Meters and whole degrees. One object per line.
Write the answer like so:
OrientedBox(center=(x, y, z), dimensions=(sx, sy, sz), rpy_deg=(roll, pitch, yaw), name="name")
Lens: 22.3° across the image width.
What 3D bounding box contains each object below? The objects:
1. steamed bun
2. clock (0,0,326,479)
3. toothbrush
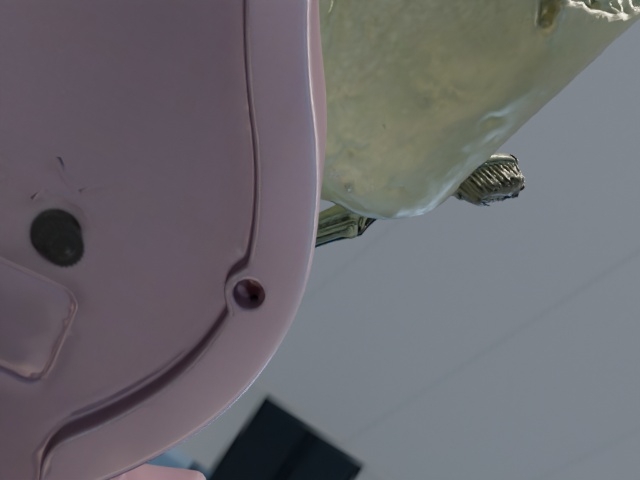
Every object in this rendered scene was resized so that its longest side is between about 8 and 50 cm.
OrientedBox(center=(-0.003, -0.184, 0.830), dimensions=(0.290, 0.273, 0.272), rpy_deg=(23, -20, 50), name="steamed bun")
OrientedBox(center=(-0.128, -0.066, 0.435), dimensions=(0.290, 0.080, 0.275), rpy_deg=(21, -73, -3), name="clock")
OrientedBox(center=(-0.004, -0.003, 0.888), dimensions=(0.028, 0.294, 0.026), rpy_deg=(47, -38, 40), name="toothbrush")
